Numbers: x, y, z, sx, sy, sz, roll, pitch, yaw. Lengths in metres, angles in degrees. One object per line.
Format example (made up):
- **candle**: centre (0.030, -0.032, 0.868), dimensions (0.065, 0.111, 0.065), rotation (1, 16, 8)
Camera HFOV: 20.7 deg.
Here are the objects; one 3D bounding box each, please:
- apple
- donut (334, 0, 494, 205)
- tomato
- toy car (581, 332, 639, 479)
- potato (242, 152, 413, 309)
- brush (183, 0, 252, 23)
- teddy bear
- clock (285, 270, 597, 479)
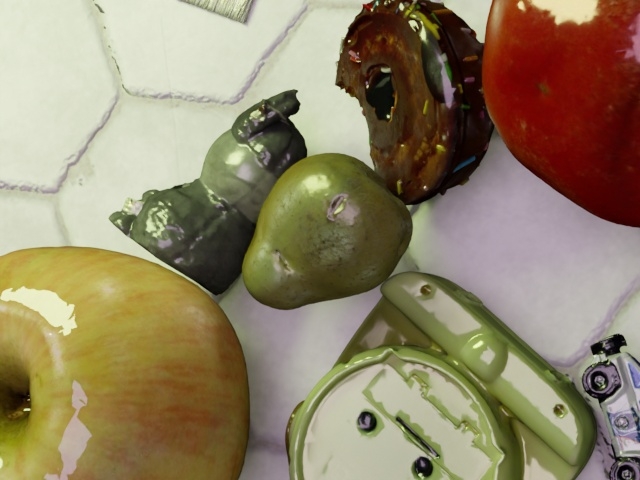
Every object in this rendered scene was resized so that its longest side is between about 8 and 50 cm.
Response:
- **apple**: centre (-0.265, 0.193, 1.894), dimensions (0.392, 0.346, 0.391), rotation (-6, 75, 22)
- **donut**: centre (0.109, -0.160, 1.893), dimensions (0.230, 0.096, 0.216), rotation (66, 146, 27)
- **tomato**: centre (0.327, -0.180, 1.745), dimensions (0.293, 0.290, 0.325), rotation (42, 133, 32)
- **toy car**: centre (0.323, 0.183, 1.834), dimensions (0.070, 0.080, 0.170), rotation (-17, 79, 14)
- **potato**: centre (0.000, 0.000, 1.863), dimensions (0.194, 0.157, 0.157), rotation (-40, 74, 16)
- **brush**: centre (-0.085, -0.397, 2.059), dimensions (0.103, 0.013, 0.272), rotation (22, 91, 19)
- **teddy bear**: centre (-0.090, -0.044, 1.975), dimensions (0.251, 0.144, 0.171), rotation (-41, 109, -5)
- **clock**: centre (0.098, 0.234, 1.884), dimensions (0.286, 0.117, 0.348), rotation (42, 98, 18)
